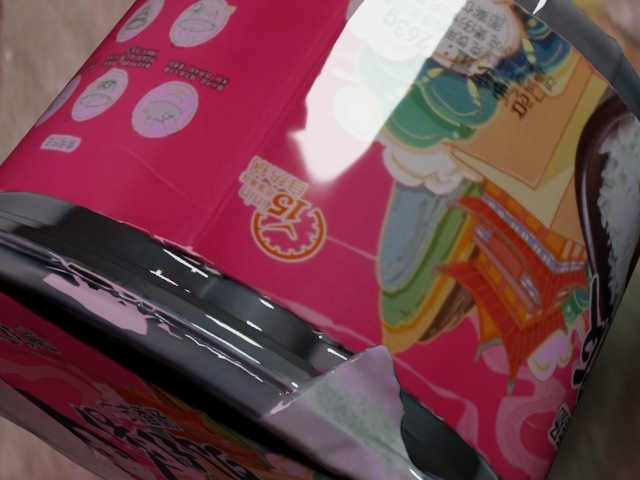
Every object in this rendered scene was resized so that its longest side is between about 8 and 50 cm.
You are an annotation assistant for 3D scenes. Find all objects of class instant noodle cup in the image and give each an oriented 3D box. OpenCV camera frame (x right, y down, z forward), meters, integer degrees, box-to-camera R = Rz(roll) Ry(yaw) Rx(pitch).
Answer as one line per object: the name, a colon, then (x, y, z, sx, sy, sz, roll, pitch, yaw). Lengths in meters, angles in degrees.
instant noodle cup: (0.000, 0.000, 0.615, 0.302, 0.258, 0.182, 19, 70, 33)
